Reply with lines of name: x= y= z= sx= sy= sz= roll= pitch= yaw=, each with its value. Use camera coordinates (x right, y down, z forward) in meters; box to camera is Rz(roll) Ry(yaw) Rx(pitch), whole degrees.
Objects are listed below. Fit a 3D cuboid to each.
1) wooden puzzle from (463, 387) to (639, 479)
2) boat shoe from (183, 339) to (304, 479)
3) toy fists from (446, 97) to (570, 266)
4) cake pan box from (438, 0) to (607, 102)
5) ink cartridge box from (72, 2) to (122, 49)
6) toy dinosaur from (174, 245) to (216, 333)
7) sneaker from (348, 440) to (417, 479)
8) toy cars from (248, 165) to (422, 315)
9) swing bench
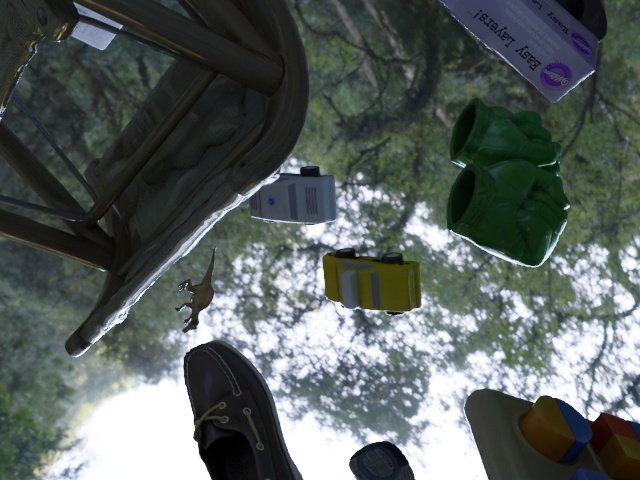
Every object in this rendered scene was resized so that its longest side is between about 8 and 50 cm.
wooden puzzle: x=0.400 y=0.336 z=1.060 sx=0.322 sy=0.348 sz=0.080 roll=-99 pitch=-153 yaw=-59
boat shoe: x=-0.118 y=0.277 z=1.059 sx=0.117 sy=0.097 sz=0.324 roll=-38 pitch=-116 yaw=21
toy fists: x=0.252 y=-0.082 z=1.003 sx=0.096 sy=0.142 sz=0.279 roll=-55 pitch=-165 yaw=40
cake pan box: x=0.215 y=-0.312 z=0.882 sx=0.070 sy=0.267 sz=0.245 roll=-39 pitch=-162 yaw=45
ink cartridge box: x=-0.274 y=-0.287 z=0.764 sx=0.115 sy=0.198 sz=0.067 roll=-44 pitch=-124 yaw=20
toy dinosaur: x=-0.241 y=0.105 z=1.540 sx=0.093 sy=0.053 sz=0.183 roll=-3 pitch=-115 yaw=46
sneaker: x=0.151 y=0.443 z=1.197 sx=0.111 sy=0.129 sz=0.297 roll=-23 pitch=-147 yaw=-13
toy cars: x=0.000 y=0.000 z=1.290 sx=0.393 sy=0.087 sz=0.176 roll=47 pitch=-53 yaw=18
swing bench: x=-0.167 y=-0.092 z=0.473 sx=0.253 sy=0.255 sz=0.165 roll=-37 pitch=-157 yaw=43
